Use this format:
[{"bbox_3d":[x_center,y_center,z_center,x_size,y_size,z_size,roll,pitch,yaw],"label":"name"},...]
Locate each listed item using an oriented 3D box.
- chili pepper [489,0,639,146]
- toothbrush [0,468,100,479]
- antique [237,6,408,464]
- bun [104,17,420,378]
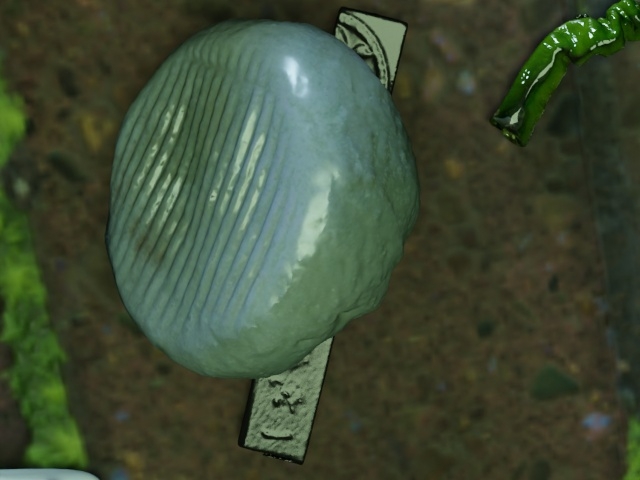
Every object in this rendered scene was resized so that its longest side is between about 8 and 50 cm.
[{"bbox_3d":[0.102,-0.074,0.660,0.083,0.022,0.027,-41,67,6],"label":"chili pepper"},{"bbox_3d":[-0.223,0.103,0.672,0.263,0.026,0.022,3,107,-4],"label":"toothbrush"},{"bbox_3d":[0.000,0.000,0.670,0.031,0.015,0.192,12,100,-5],"label":"antique"},{"bbox_3d":[-0.020,-0.016,0.618,0.083,0.141,0.141,8,104,-45],"label":"bun"}]
